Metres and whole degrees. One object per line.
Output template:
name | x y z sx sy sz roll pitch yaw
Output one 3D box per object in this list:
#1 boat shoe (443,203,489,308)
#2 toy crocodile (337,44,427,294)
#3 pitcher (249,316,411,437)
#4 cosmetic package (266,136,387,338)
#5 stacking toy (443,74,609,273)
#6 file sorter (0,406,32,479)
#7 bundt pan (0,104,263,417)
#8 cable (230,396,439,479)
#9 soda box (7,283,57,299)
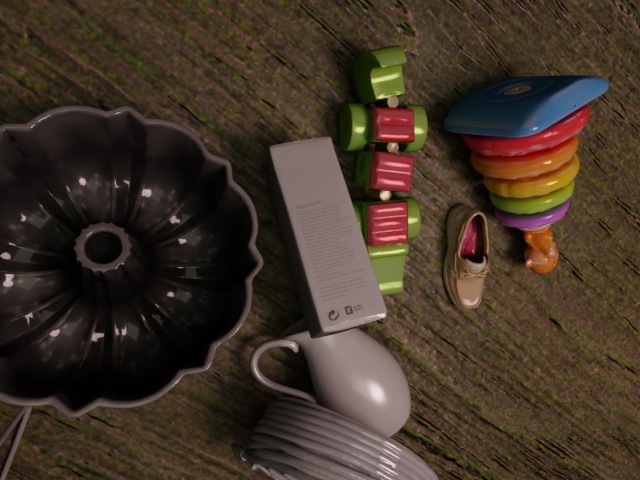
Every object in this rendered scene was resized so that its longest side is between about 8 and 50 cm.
boat shoe | 0.229 0.031 0.738 0.063 0.059 0.169 -10 102 -12
toy crocodile | 0.086 -0.085 0.657 0.115 0.105 0.340 -1 101 -14
pitcher | 0.017 0.196 0.687 0.178 0.125 0.207 -35 96 1
cosmetic package | 0.000 0.000 0.600 0.086 0.117 0.230 -13 77 -12
stacking toy | 0.311 -0.079 0.706 0.175 0.166 0.301 -31 118 -19
file sorter | -0.513 0.255 0.530 0.278 0.173 0.192 21 95 -17
bundt pan | -0.238 0.021 0.543 0.331 0.124 0.330 4 73 -15
cable | 0.028 0.304 0.639 0.257 0.257 0.089 34 59 -11
soda box | -0.320 0.083 0.608 0.182 0.058 0.061 6 98 -15
